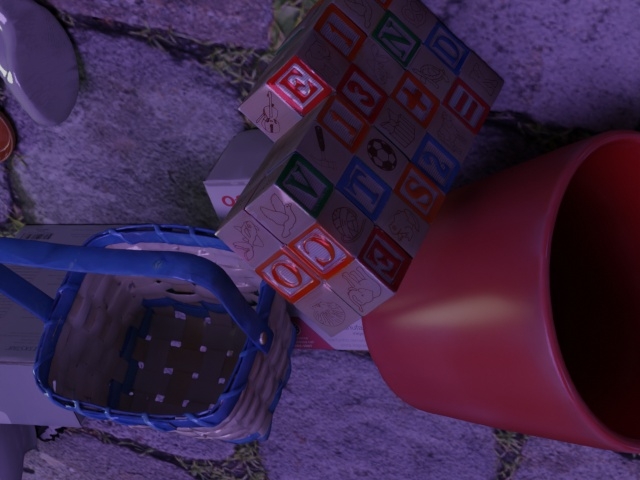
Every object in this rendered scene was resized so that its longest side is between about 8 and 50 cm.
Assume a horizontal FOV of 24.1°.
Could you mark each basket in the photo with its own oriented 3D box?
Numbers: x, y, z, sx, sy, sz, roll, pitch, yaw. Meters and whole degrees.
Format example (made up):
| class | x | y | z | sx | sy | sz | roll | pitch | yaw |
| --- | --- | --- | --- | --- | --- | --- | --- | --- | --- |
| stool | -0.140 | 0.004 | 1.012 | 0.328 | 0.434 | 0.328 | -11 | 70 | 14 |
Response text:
| class | x | y | z | sx | sy | sz | roll | pitch | yaw |
| --- | --- | --- | --- | --- | --- | --- | --- | --- | --- |
| basket | -0.165 | 0.073 | 1.398 | 0.254 | 0.201 | 0.289 | 7 | 161 | 23 |

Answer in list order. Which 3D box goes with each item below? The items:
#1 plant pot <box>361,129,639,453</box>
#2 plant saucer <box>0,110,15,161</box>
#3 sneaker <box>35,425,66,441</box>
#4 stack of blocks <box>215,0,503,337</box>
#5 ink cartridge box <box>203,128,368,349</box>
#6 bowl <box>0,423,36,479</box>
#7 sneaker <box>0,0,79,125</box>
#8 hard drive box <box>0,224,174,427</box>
| class | x | y | z | sx | sy | sz | roll | pitch | yaw |
| --- | --- | --- | --- | --- | --- | --- | --- | --- | --- |
| plant pot | 0.187 | 0.053 | 1.322 | 0.243 | 0.275 | 0.275 | -10 | 123 | 46 |
| plant saucer | -0.365 | -0.121 | 1.614 | 0.083 | 0.013 | 0.083 | 15 | 133 | 17 |
| sneaker | -0.314 | 0.149 | 1.780 | 0.106 | 0.078 | 0.234 | 36 | 134 | 4 |
| stack of blocks | 0.025 | -0.086 | 1.242 | 0.171 | 0.297 | 0.087 | 41 | 135 | -12 |
| ink cartridge box | 0.000 | 0.000 | 1.475 | 0.158 | 0.092 | 0.218 | -1 | 125 | 28 |
| bowl | -0.435 | 0.214 | 1.815 | 0.298 | 0.134 | 0.298 | 45 | 147 | 39 |
| sneaker | -0.317 | -0.209 | 1.483 | 0.094 | 0.080 | 0.212 | -4 | 119 | 44 |
| hard drive box | -0.289 | 0.085 | 1.598 | 0.181 | 0.232 | 0.089 | 0 | 127 | 28 |
